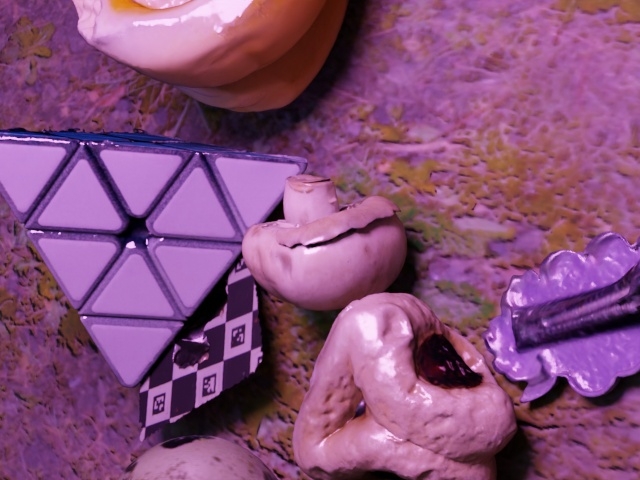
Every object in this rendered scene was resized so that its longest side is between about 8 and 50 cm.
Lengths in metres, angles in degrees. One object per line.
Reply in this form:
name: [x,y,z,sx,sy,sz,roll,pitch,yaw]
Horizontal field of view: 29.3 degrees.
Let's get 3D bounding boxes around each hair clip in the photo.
hair clip: [0.201,0.059,0.947,0.195,0.052,0.124,-28,55,41]

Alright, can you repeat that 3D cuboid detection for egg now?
egg: [-0.110,0.287,1.090,0.177,0.177,0.228,3,95,44]

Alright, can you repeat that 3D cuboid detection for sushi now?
sushi: [-0.113,0.079,1.237,0.193,0.040,0.210,-33,48,35]

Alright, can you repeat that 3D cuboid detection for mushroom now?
mushroom: [0.000,0.000,1.080,0.154,0.154,0.122,-6,100,42]

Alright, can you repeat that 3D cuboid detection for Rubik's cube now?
Rubik's cube: [-0.183,-0.035,1.229,0.233,0.229,0.228,44,155,14]

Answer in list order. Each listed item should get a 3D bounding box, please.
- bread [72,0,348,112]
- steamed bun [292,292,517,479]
bread: [-0.129,-0.323,1.209,0.329,0.245,0.423,-16,64,-2]
steamed bun: [0.082,0.144,0.987,0.155,0.141,0.172,28,102,31]
